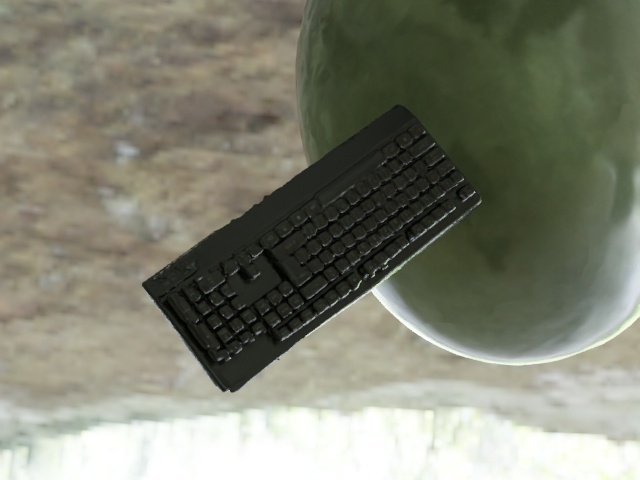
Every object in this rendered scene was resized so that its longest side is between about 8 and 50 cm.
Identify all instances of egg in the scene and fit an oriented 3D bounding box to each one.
[{"bbox_3d":[0.113,-0.085,1.152,0.258,0.352,0.258,-5,-35,-4],"label":"egg"}]

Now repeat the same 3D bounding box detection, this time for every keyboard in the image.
[{"bbox_3d":[0.001,-0.001,0.916,0.196,0.074,0.015,-36,-1,-31],"label":"keyboard"}]
